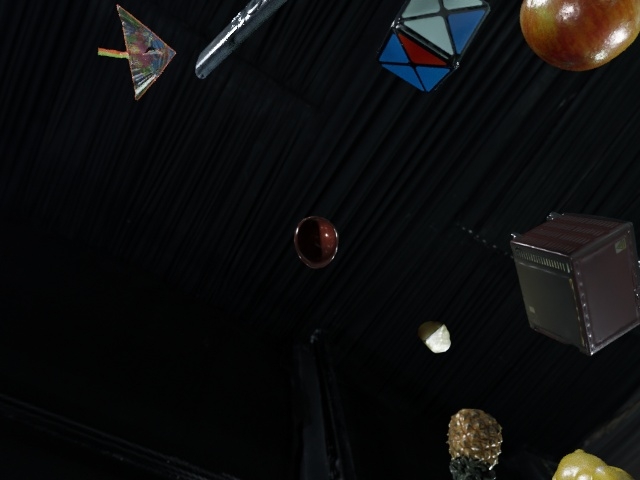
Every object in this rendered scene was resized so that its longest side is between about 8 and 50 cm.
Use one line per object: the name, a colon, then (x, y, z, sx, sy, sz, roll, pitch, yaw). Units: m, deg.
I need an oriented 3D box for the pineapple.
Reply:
pineapple: (0.343, 0.517, 0.972, 0.128, 0.128, 0.248, 31, -131, -9)

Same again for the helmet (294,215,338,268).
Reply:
helmet: (0.000, 0.000, 1.457, 0.155, 0.175, 0.106, 0, -172, 19)

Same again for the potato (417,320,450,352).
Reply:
potato: (0.397, 0.340, 1.503, 0.103, 0.096, 0.066, 59, 172, -25)

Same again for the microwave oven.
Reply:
microwave oven: (0.551, 0.080, 0.925, 0.178, 0.188, 0.248, 25, 139, 66)

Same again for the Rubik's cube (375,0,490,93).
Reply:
Rubik's cube: (0.363, -0.683, 1.428, 0.246, 0.250, 0.248, 31, 171, -5)

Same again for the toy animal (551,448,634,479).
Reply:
toy animal: (0.420, 0.352, 0.626, 0.070, 0.083, 0.159, 36, 159, 4)

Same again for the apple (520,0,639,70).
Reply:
apple: (0.462, -0.400, 0.774, 0.173, 0.160, 0.195, 35, 169, -26)

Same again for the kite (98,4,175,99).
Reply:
kite: (-0.394, -0.404, 0.933, 0.159, 0.190, 0.010, -15, -149, -23)

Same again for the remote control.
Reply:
remote control: (-0.195, -0.538, 1.079, 0.044, 0.377, 0.107, 25, -122, -39)
